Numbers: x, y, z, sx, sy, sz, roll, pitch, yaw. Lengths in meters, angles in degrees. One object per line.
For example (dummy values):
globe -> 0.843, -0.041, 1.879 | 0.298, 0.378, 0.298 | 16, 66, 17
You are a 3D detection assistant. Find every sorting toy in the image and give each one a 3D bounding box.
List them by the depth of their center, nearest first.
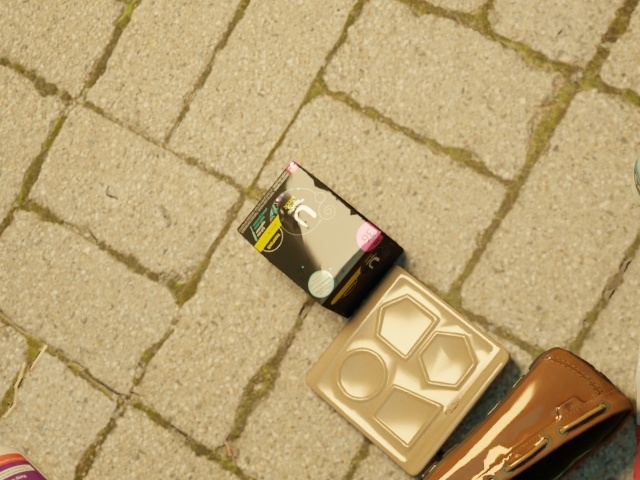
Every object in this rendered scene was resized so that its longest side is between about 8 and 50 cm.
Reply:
sorting toy -> 0.107, 0.161, 1.568 | 0.208, 0.038, 0.193 | 39, 92, 30

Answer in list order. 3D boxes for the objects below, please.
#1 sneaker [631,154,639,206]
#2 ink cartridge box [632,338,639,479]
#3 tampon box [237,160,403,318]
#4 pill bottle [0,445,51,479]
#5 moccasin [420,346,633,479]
sneaker -> 0.463, -0.009, 1.422 | 0.283, 0.122, 0.110 | 40, 92, 25
ink cartridge box -> 0.445, 0.196, 1.415 | 0.181, 0.056, 0.224 | 4, 76, 23
tampon box -> 0.000, 0.000, 1.612 | 0.161, 0.101, 0.120 | 39, 93, 25
pill bottle -> -0.357, 0.419, 1.596 | 0.323, 0.181, 0.181 | 36, 91, 26
moccasin -> 0.206, 0.303, 1.443 | 0.380, 0.139, 0.147 | -44, 56, -5
